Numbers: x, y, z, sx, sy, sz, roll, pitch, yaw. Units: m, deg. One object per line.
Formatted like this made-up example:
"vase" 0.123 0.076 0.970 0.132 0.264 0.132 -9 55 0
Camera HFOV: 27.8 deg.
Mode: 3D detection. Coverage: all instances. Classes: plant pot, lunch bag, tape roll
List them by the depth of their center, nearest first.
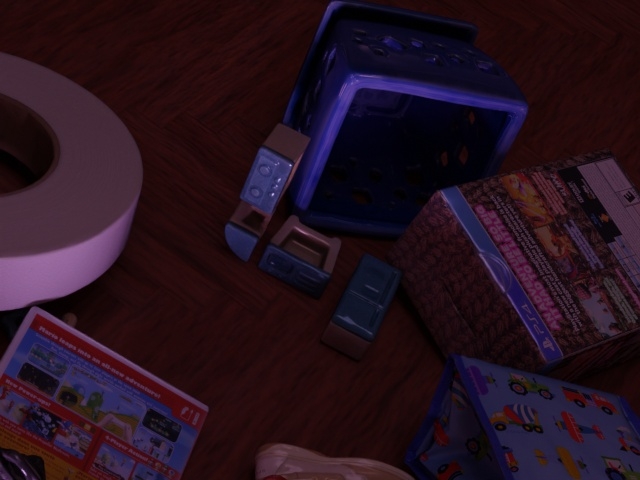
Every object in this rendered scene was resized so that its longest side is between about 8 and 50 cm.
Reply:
"lunch bag" 0.243 0.250 1.242 0.221 0.138 0.293 15 17 -21
"tape roll" -0.379 -0.080 1.342 0.392 0.072 0.392 13 36 -10
"plant pot" 0.084 -0.157 1.575 0.236 0.236 0.212 7 42 -20

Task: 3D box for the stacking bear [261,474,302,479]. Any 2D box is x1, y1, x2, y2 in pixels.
"stacking bear" 0.053 0.323 1.175 0.289 0.175 0.164 30 46 13

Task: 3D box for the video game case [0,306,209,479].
"video game case" -0.235 0.217 1.179 0.204 0.025 0.285 32 47 -12

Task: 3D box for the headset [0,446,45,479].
"headset" -0.350 0.285 0.896 0.394 0.185 0.243 -25 33 -5

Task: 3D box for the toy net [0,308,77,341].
"toy net" -0.291 0.089 1.296 0.122 0.045 0.232 -18 60 -37

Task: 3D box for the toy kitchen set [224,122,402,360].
"toy kitchen set" 0.000 0.000 1.430 0.207 0.166 0.122 27 44 0

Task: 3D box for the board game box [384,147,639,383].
"board game box" 0.268 0.044 1.520 0.291 0.141 0.232 -14 64 -35

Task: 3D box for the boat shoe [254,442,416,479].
"boat shoe" 0.014 0.249 1.290 0.170 0.063 0.059 12 55 -11
